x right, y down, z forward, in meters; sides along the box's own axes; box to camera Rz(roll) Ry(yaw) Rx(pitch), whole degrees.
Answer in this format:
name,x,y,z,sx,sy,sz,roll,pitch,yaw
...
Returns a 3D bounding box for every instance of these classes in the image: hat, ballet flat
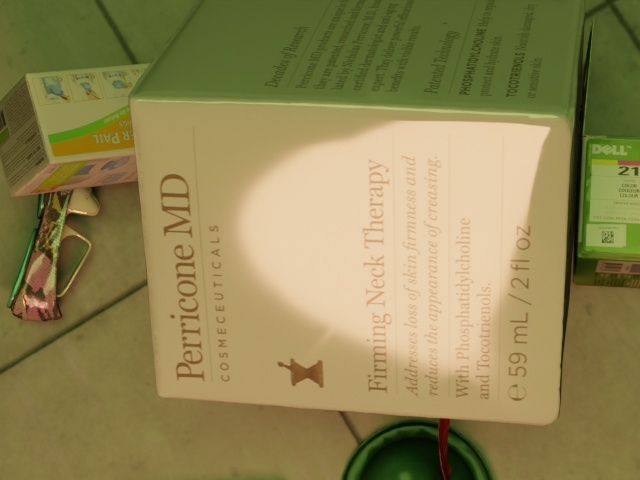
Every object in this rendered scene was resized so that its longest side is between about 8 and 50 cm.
name,x,y,z,sx,sy,sz,roll,pitch,yaw
hat,0.095,0.260,1.730,0.173,0.183,0.208,-15,79,3
ballet flat,-0.295,-0.015,1.882,0.079,0.077,0.221,12,86,-11

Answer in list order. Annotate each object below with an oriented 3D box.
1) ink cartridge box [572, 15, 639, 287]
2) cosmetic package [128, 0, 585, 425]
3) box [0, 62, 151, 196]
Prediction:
name,x,y,z,sx,sy,sz,roll,pitch,yaw
ink cartridge box,0.322,-0.089,1.763,0.097,0.189,0.255,3,80,7
cosmetic package,0.053,-0.048,1.637,0.393,0.327,0.329,3,118,10
box,-0.239,-0.124,1.818,0.203,0.114,0.103,-9,77,-35
